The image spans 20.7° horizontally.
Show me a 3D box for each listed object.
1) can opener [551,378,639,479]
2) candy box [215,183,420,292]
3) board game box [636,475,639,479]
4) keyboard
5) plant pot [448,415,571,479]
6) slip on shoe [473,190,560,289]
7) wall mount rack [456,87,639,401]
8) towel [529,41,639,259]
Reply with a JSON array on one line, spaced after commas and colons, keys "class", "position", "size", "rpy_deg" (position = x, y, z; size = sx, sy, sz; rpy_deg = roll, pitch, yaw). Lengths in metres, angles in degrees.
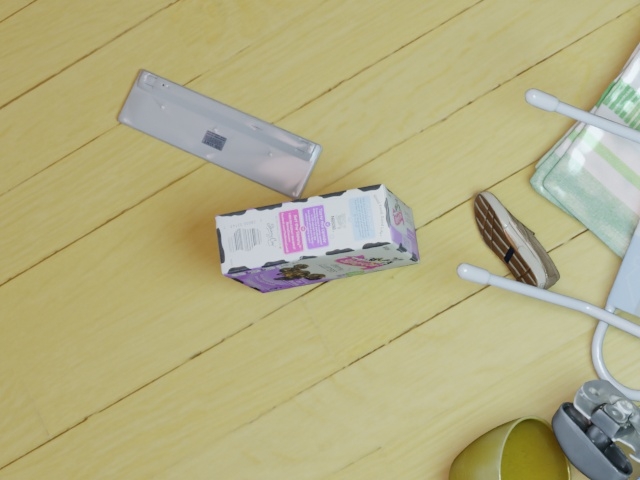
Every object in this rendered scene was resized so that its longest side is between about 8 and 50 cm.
[{"class": "can opener", "position": [0.362, 0.256, 1.804], "size": [0.283, 0.076, 0.095], "rpy_deg": [43, 125, 17]}, {"class": "candy box", "position": [0.000, 0.000, 1.969], "size": [0.196, 0.165, 0.070], "rpy_deg": [-11, 78, 13]}, {"class": "board game box", "position": [0.515, 0.281, 1.829], "size": [0.302, 0.086, 0.308], "rpy_deg": [43, 93, 17]}, {"class": "keyboard", "position": [-0.123, -0.129, 2.105], "size": [0.256, 0.014, 0.072], "rpy_deg": [24, 92, 17]}, {"class": "plant pot", "position": [0.197, 0.262, 1.905], "size": [0.095, 0.134, 0.134], "rpy_deg": [-12, 76, 41]}, {"class": "slip on shoe", "position": [0.222, -0.001, 1.979], "size": [0.041, 0.051, 0.135], "rpy_deg": [-19, 62, -30]}, {"class": "wall mount rack", "position": [0.333, -0.006, 1.867], "size": [0.304, 0.130, 0.350], "rpy_deg": [24, 100, 19]}, {"class": "towel", "position": [0.416, -0.116, 1.917], "size": [0.248, 0.038, 0.325], "rpy_deg": [41, 104, 16]}]
